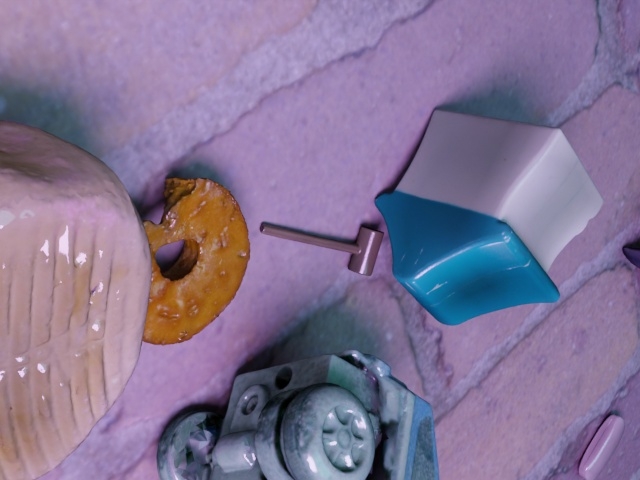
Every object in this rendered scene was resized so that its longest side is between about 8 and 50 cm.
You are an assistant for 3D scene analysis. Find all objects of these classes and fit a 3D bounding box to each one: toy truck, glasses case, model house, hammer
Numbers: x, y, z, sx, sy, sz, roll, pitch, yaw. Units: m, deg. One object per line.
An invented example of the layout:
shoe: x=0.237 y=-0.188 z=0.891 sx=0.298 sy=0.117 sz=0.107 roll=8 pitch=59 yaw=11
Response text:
toy truck: x=-0.019 y=0.209 z=0.564 sx=0.156 sy=0.155 sz=0.278 roll=35 pitch=52 yaw=-33
glasses case: x=0.322 y=0.237 z=1.028 sx=0.083 sy=0.021 sz=0.032 roll=-55 pitch=131 yaw=-11
model house: x=0.118 y=-0.009 z=0.681 sx=0.149 sy=0.127 sz=0.100 roll=-57 pitch=133 yaw=-14
hammer: x=0.000 y=0.000 z=0.659 sx=0.110 sy=0.019 sz=0.035 roll=13 pitch=97 yaw=-38

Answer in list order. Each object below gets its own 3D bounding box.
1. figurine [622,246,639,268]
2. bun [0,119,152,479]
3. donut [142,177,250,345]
figurine: x=0.455 y=-0.010 z=0.940 sx=0.265 sy=0.197 sz=0.175 roll=-47 pitch=135 yaw=9
bun: x=-0.180 y=0.035 z=0.437 sx=0.178 sy=0.128 sz=0.193 roll=-17 pitch=128 yaw=-37
donut: x=-0.095 y=0.012 z=0.557 sx=0.108 sy=0.043 sz=0.097 roll=-30 pitch=123 yaw=-32
